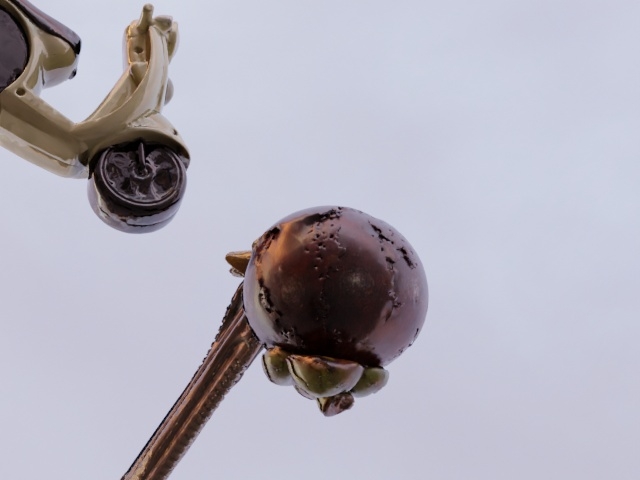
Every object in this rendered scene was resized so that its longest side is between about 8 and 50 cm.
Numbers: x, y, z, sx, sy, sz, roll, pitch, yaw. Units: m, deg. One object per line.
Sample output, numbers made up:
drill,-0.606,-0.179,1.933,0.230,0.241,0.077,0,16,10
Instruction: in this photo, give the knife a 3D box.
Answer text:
knife,-0.143,0.190,1.352,0.043,0.089,0.365,30,-84,-26

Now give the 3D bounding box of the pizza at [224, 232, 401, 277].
pizza,0.000,0.000,1.328,0.184,0.176,0.036,-4,-75,5

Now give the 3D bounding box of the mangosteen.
mangosteen,0.010,0.063,1.070,0.166,0.166,0.180,1,-113,19

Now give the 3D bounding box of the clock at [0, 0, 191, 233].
clock,-0.296,-0.183,1.382,0.379,0.276,0.120,26,-36,-6
